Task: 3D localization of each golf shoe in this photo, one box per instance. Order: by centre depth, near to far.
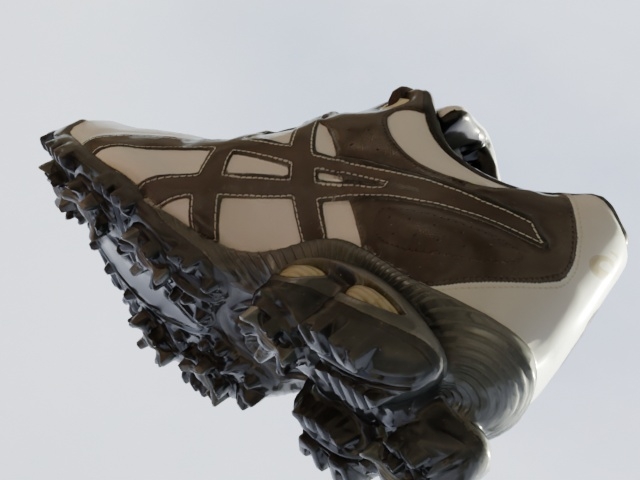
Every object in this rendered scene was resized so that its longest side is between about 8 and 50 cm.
[{"bbox_3d":[0.000,0.000,0.526,0.094,0.077,0.198,-39,-142,-19],"label":"golf shoe"}]
